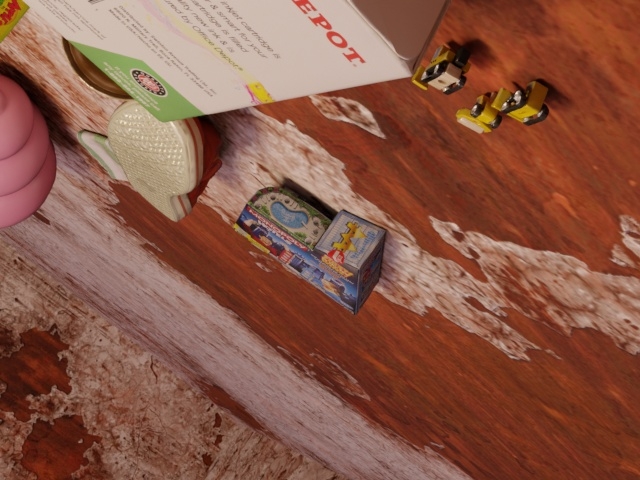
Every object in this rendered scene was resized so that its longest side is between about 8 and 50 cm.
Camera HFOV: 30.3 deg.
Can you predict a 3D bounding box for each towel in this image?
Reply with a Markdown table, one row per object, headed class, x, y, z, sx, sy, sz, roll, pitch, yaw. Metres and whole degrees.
| class | x | y | z | sx | sy | sz | roll | pitch | yaw |
| --- | --- | --- | --- | --- | --- | --- | --- | --- | --- |
| towel | -0.285 | -0.110 | 1.739 | 0.152 | 0.023 | 0.113 | 21 | 161 | 40 |

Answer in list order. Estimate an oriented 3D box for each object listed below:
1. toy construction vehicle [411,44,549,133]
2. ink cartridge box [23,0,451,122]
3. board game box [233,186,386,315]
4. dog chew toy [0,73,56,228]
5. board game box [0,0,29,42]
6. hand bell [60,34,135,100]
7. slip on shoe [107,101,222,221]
| class | x | y | z | sx | sy | sz | roll | pitch | yaw |
| --- | --- | --- | --- | --- | --- | --- | --- | --- | --- |
| toy construction vehicle | 0.118 | -0.114 | 0.877 | 0.086 | 0.035 | 0.098 | 26 | 169 | -12 |
| ink cartridge box | -0.071 | -0.193 | 0.769 | 0.278 | 0.117 | 0.201 | -3 | 143 | 49 |
| board game box | 0.000 | 0.000 | 1.411 | 0.194 | 0.060 | 0.194 | 35 | 164 | -3 |
| dog chew toy | -0.500 | -0.144 | 1.775 | 0.206 | 0.206 | 0.332 | 35 | 158 | -1 |
| board game box | -0.350 | -0.230 | 1.202 | 0.092 | 0.181 | 0.043 | 18 | 158 | 46 |
| hand bell | -0.178 | -0.188 | 1.185 | 0.126 | 0.126 | 0.242 | 35 | 178 | -3 |
| slip on shoe | -0.166 | -0.108 | 1.344 | 0.123 | 0.101 | 0.331 | 39 | 168 | 3 |
